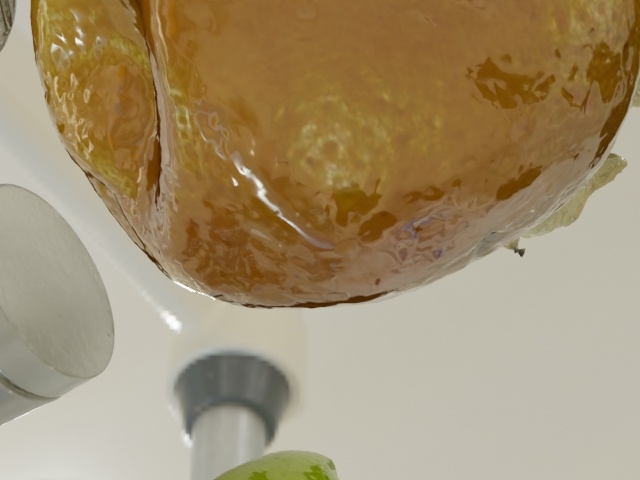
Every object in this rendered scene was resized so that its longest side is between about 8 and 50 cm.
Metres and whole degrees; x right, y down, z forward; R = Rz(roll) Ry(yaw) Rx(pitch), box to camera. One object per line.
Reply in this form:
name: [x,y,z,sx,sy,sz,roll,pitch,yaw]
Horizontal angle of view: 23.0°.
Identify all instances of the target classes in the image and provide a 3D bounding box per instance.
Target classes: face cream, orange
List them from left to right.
face cream: [-0.279,0.063,1.278,0.153,0.177,0.177,-27,-54,20]
orange: [0.009,-0.101,0.592,0.249,0.249,0.183,-11,-54,8]

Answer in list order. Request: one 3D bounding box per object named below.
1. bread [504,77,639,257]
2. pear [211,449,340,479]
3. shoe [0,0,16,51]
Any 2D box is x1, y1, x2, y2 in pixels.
bread: [0.207,-0.092,1.446,0.224,0.211,0.183,-17,-29,16]
pear: [0.037,0.298,1.154,0.176,0.282,0.286,-50,-35,-11]
shoe: [-0.349,-0.153,0.827,0.350,0.198,0.172,-10,-30,-16]
